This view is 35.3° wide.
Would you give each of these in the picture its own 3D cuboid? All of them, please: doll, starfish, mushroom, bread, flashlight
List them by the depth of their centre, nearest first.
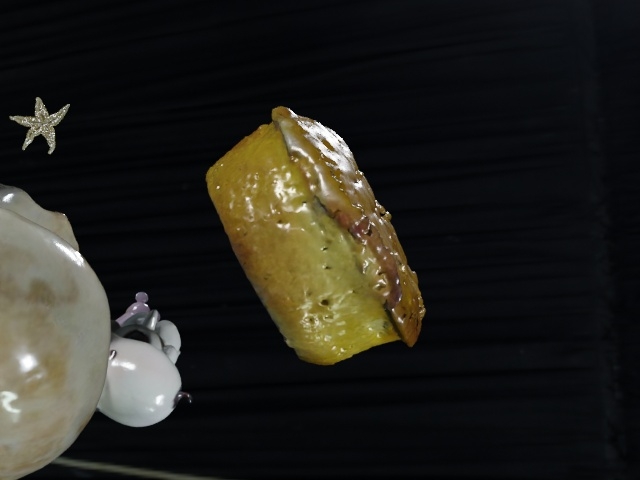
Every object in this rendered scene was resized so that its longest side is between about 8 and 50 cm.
[{"bbox_3d":[-0.338,0.074,0.935,0.290,0.297,0.298,-94,169,-58],"label":"mushroom"},{"bbox_3d":[-0.259,0.141,1.165,0.271,0.208,0.144,-140,-110,-75],"label":"doll"},{"bbox_3d":[-0.283,0.121,1.434,0.110,0.031,0.052,-36,99,-30],"label":"flashlight"},{"bbox_3d":[-0.396,-0.166,1.447,0.016,0.086,0.092,101,-34,-70],"label":"starfish"},{"bbox_3d":[0.000,0.000,1.473,0.398,0.215,0.398,61,5,-9],"label":"bread"}]
